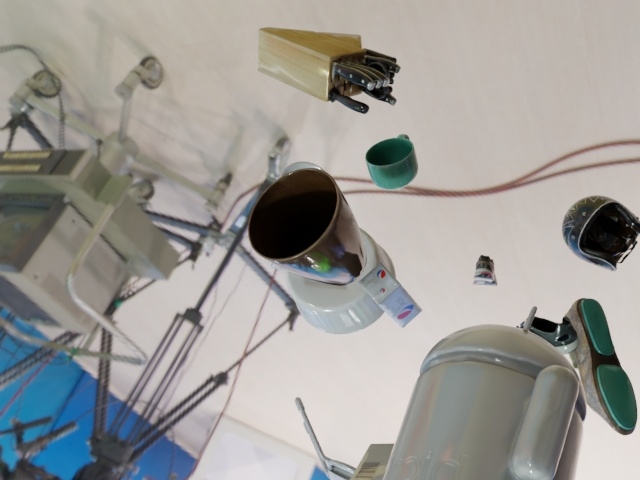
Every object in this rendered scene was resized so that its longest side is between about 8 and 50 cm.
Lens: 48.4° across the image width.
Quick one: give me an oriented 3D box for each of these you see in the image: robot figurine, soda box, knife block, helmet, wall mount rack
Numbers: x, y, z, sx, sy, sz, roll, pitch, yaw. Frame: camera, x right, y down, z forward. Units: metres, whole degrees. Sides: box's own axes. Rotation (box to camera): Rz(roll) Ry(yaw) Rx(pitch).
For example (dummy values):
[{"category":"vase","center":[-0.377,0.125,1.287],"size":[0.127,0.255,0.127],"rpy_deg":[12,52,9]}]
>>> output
[{"category":"robot figurine","center":[0.188,0.242,0.813],"size":[0.200,0.353,0.300],"rpy_deg":[31,144,-6]},{"category":"soda box","center":[0.161,0.128,1.610],"size":[0.074,0.069,0.216],"rpy_deg":[49,-177,29]},{"category":"knife block","center":[0.008,-0.316,1.330],"size":[0.276,0.242,0.088],"rpy_deg":[5,120,0]},{"category":"helmet","center":[0.630,-0.023,1.614],"size":[0.161,0.169,0.169],"rpy_deg":[37,151,12]},{"category":"wall mount rack","center":[0.056,0.540,1.783],"size":[0.304,0.130,0.350],"rpy_deg":[21,153,17]}]

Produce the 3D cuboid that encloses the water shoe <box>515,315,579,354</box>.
[{"category":"water shoe","center":[0.457,0.198,1.542],"size":[0.203,0.073,0.080],"rpy_deg":[-8,109,42]}]

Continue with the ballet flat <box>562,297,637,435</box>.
[{"category":"ballet flat","center":[0.594,0.278,1.536],"size":[0.107,0.316,0.106],"rpy_deg":[14,142,-19]}]

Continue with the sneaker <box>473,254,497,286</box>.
[{"category":"sneaker","center":[0.483,0.087,2.068],"size":[0.072,0.077,0.178],"rpy_deg":[6,167,11]}]

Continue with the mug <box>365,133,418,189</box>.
[{"category":"mug","center":[0.200,-0.199,1.860],"size":[0.129,0.158,0.097],"rpy_deg":[40,156,49]}]

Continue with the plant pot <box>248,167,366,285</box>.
[{"category":"plant pot","center":[0.000,0.000,1.505],"size":[0.215,0.215,0.230],"rpy_deg":[0,151,35]}]

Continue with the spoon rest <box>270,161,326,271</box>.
[{"category":"spoon rest","center":[-0.054,-0.063,1.734],"size":[0.137,0.276,0.084],"rpy_deg":[16,168,-7]}]

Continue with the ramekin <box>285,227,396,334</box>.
[{"category":"ramekin","center":[0.044,0.088,1.812],"size":[0.277,0.277,0.135],"rpy_deg":[10,159,23]}]

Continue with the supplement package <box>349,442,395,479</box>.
[{"category":"supplement package","center":[0.144,0.443,1.061],"size":[0.134,0.139,0.244],"rpy_deg":[-10,106,29]}]
